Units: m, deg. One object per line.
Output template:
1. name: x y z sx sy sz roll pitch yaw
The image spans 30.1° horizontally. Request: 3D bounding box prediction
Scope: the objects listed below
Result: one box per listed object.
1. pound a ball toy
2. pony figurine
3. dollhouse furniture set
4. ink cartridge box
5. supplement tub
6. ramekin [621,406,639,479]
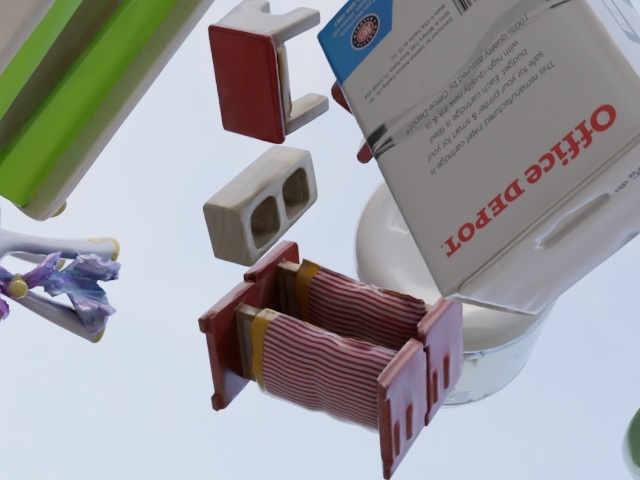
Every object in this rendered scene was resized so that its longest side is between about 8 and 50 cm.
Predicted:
1. pound a ball toy: -0.187 -0.200 0.782 0.135 0.208 0.319 36 -89 34
2. pony figurine: -0.418 0.009 1.423 0.303 0.363 0.351 -57 -140 14
3. dollhouse furniture set: 0.000 0.000 1.037 0.201 0.152 0.374 15 -49 28
4. ink cartridge box: 0.103 -0.082 0.651 0.148 0.086 0.203 -43 -127 28
5. supplement tub: 0.153 0.061 1.408 0.235 0.235 0.325 42 -17 17
6. ramekin: 0.434 0.202 1.040 0.303 0.303 0.148 119 -33 -42
